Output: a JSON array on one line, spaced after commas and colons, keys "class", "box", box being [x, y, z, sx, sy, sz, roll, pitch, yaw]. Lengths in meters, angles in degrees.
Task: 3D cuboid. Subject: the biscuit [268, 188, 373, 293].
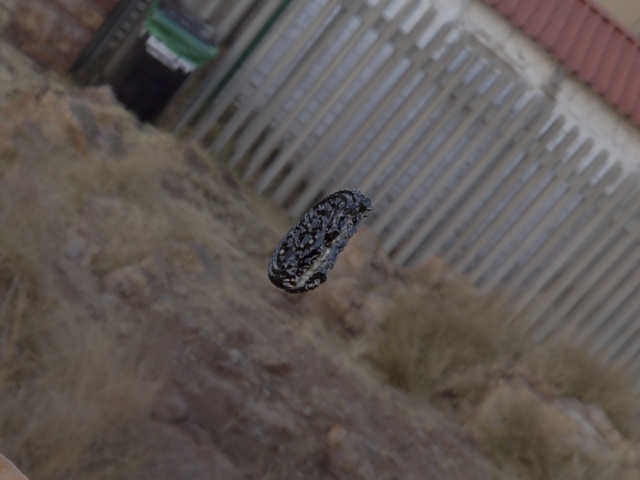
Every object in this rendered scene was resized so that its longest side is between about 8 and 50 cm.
[{"class": "biscuit", "box": [0.000, 0.000, 0.825, 0.027, 0.089, 0.087, 45, 29, -22]}]

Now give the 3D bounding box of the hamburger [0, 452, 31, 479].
[{"class": "hamburger", "box": [-0.253, 0.243, 0.562, 0.291, 0.225, 0.291, 6, 28, -3]}]
